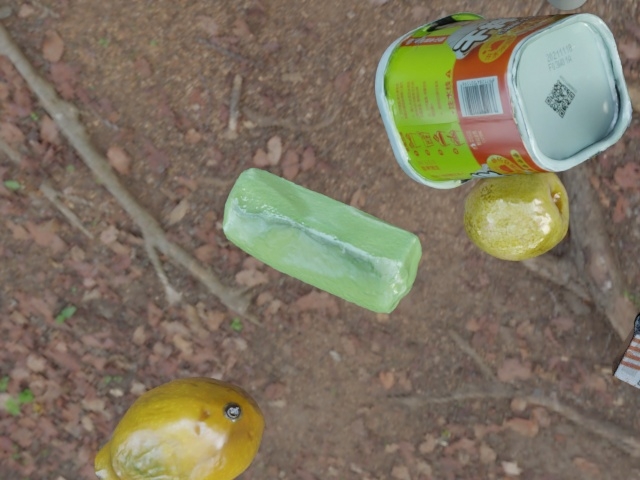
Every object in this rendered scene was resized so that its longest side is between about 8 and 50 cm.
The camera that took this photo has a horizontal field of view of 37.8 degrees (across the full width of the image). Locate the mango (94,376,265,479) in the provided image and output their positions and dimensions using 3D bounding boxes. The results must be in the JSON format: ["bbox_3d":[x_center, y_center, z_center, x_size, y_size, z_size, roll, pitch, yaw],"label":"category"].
[{"bbox_3d":[-0.178,0.256,1.188,0.359,0.187,0.144,-42,61,62],"label":"mango"}]

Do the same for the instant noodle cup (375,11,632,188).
[{"bbox_3d":[0.278,-0.216,1.414,0.294,0.294,0.308,59,160,-20],"label":"instant noodle cup"}]

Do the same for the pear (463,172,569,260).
[{"bbox_3d":[0.325,-0.046,1.564,0.178,0.178,0.178,10,124,14],"label":"pear"}]

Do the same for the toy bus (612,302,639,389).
[{"bbox_3d":[0.590,0.054,1.479,0.092,0.093,0.408,29,112,12],"label":"toy bus"}]

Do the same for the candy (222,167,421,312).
[{"bbox_3d":[0.000,0.000,1.559,0.344,0.132,0.142,24,146,15],"label":"candy"}]

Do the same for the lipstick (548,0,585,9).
[{"bbox_3d":[0.360,-0.421,1.336,0.070,0.070,0.254,10,167,14],"label":"lipstick"}]
